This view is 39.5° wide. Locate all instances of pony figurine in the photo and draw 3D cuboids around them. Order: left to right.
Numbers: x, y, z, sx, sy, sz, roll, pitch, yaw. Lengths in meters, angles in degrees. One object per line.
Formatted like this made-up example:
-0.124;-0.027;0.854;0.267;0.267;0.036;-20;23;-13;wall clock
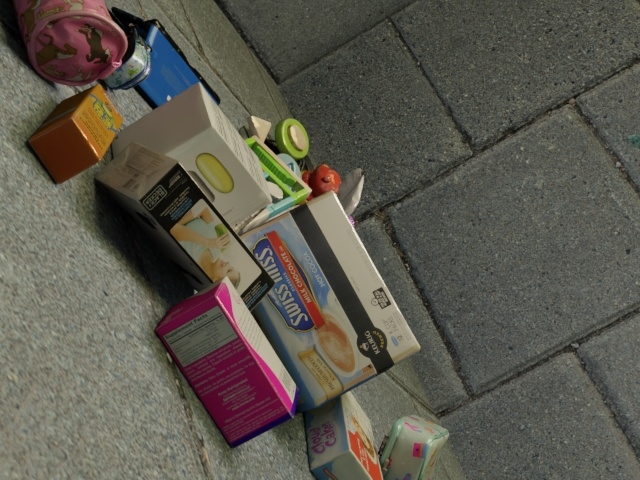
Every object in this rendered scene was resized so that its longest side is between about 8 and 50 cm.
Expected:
0.000;0.000;2.359;0.351;0.302;0.363;-84;153;-51;pony figurine

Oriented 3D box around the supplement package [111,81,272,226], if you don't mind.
-0.227;-0.125;1.570;0.203;0.194;0.149;52;11;-41;supplement package

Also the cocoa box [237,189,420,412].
-0.012;0.124;1.702;0.347;0.228;0.231;61;-15;7;cocoa box

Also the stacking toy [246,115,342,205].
-0.072;-0.241;2.602;0.309;0.130;0.280;-1;79;-53;stacking toy

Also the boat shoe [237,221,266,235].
-0.191;-0.070;2.061;0.081;0.069;0.228;-1;46;-32;boat shoe

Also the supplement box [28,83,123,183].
-0.360;-0.165;1.328;0.078;0.080;0.233;59;6;-22;supplement box

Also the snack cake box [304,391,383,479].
0.044;0.403;1.770;0.152;0.089;0.264;59;8;-23;snack cake box

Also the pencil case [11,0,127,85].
-0.440;-0.429;1.488;0.160;0.167;0.386;109;-34;-47;pencil case

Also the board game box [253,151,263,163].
-0.175;-0.180;2.394;0.026;0.103;0.154;65;10;27;board game box

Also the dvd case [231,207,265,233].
-0.222;-0.112;1.793;0.221;0.018;0.164;49;38;-5;dvd case

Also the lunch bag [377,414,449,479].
0.179;0.491;1.893;0.108;0.224;0.279;22;-1;17;lunch bag

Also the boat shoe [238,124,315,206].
-0.107;-0.225;2.799;0.500;0.156;0.187;46;18;-54;boat shoe

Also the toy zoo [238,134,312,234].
-0.171;-0.118;1.915;0.192;0.030;0.293;45;40;13;toy zoo

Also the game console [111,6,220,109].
-0.382;-0.372;2.082;0.293;0.173;0.250;50;44;-48;game console

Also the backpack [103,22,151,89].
-0.379;-0.344;1.726;0.084;0.105;0.114;51;17;-42;backpack

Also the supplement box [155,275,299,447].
-0.137;0.182;1.352;0.220;0.114;0.111;60;9;-9;supplement box

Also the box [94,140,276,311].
-0.213;-0.014;1.428;0.169;0.087;0.290;24;-24;50;box
